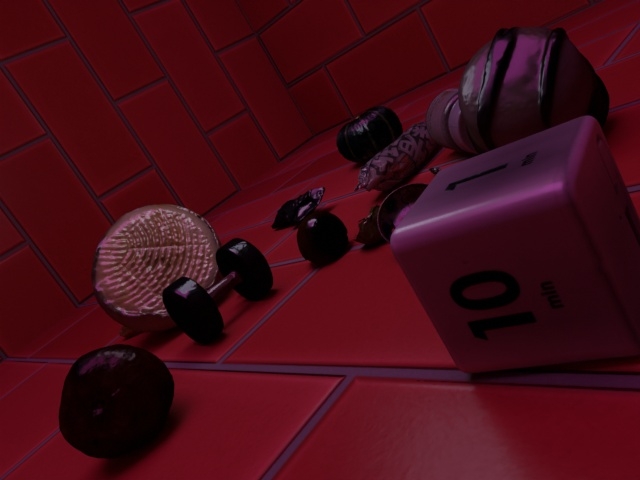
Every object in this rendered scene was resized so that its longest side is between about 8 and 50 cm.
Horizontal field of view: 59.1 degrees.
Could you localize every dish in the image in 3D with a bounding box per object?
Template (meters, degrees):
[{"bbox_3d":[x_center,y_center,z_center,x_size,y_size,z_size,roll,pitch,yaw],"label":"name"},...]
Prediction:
[{"bbox_3d":[0.185,-0.031,1.082,0.141,0.078,0.141,-10,60,17],"label":"dish"}]

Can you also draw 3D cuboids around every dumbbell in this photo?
[{"bbox_3d":[-0.228,0.110,1.276,0.218,0.152,0.152,-40,17,-33],"label":"dumbbell"}]

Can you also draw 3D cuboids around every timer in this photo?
[{"bbox_3d":[0.224,0.008,0.615,0.195,0.192,0.194,-19,19,39],"label":"timer"}]

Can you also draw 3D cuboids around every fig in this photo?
[{"bbox_3d":[-0.367,0.266,1.009,0.190,0.191,0.290,-36,16,-18],"label":"fig"}]

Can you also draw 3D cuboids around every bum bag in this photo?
[{"bbox_3d":[-0.078,-0.099,1.830,0.137,0.074,0.310,-51,14,-19],"label":"bum bag"}]

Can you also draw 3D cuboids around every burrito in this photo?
[{"bbox_3d":[0.229,-0.236,1.614,0.139,0.101,0.445,-4,26,39],"label":"burrito"}]

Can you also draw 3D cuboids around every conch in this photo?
[{"bbox_3d":[0.109,-0.029,1.210,0.089,0.074,0.121,-1,-29,-33],"label":"conch"}]

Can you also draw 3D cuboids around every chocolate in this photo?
[{"bbox_3d":[0.391,-0.289,1.075,0.283,0.186,0.284,-16,57,26],"label":"chocolate"},{"bbox_3d":[0.000,0.000,1.323,0.124,0.127,0.133,-5,-16,-32],"label":"chocolate"}]

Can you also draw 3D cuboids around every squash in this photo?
[{"bbox_3d":[0.181,-0.392,2.102,0.252,0.165,0.252,-32,11,7],"label":"squash"}]

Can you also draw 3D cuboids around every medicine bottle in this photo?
[{"bbox_3d":[0.373,-0.301,1.409,0.165,0.165,0.273,-31,14,2],"label":"medicine bottle"}]

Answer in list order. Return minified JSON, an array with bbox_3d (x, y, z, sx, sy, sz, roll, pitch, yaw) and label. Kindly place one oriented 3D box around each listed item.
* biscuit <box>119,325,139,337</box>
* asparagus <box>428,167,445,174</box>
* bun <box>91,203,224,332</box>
[{"bbox_3d":[-0.508,0.197,1.676,0.250,0.035,0.162,-45,43,11],"label":"biscuit"},{"bbox_3d":[0.331,-0.172,1.349,0.233,0.022,0.023,6,84,64],"label":"asparagus"},{"bbox_3d":[-0.431,0.088,1.544,0.364,0.364,0.202,-36,-23,-19],"label":"bun"}]
